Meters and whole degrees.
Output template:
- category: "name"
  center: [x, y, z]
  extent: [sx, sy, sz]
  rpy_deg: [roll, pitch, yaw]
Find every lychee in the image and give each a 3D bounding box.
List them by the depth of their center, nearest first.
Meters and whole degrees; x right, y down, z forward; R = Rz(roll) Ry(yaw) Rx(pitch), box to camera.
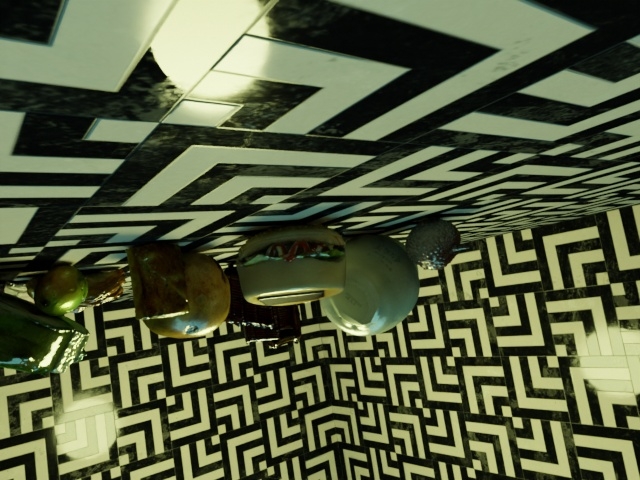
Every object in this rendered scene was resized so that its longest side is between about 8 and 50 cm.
- category: "lychee"
  center: [0.351, 0.013, 1.544]
  extent: [0.165, 0.165, 0.197]
  rpy_deg: [-3, -163, -45]

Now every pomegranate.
- category: "pomegranate"
  center: [-0.377, 0.150, 1.407]
  extent: [0.260, 0.261, 0.260]
  rpy_deg: [-9, 174, -1]

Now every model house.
- category: "model house"
  center: [-0.264, 0.246, 1.881]
  extent: [0.297, 0.318, 0.282]
  rpy_deg: [-1, -175, 44]

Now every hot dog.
- category: "hot dog"
  center: [-0.704, 0.151, 1.482]
  extent: [0.258, 0.114, 0.175]
  rpy_deg: [-6, 174, -31]

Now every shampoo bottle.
- category: "shampoo bottle"
  center: [0.158, 0.147, 1.684]
  extent: [0.322, 0.323, 0.317]
  rpy_deg: [-14, -166, 37]

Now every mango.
- category: "mango"
  center: [-0.647, 0.124, 1.291]
  extent: [0.125, 0.111, 0.233]
  rpy_deg: [-44, -177, -5]

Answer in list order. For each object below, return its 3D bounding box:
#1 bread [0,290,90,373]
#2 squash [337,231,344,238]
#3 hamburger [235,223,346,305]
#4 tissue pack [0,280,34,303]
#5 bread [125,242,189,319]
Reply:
- category: "bread"
  center: [-0.733, 0.212, 1.203]
  extent: [0.381, 0.129, 0.366]
  rpy_deg: [34, 164, -38]
- category: "squash"
  center: [0.000, 0.000, 1.441]
  extent: [0.183, 0.052, 0.052]
  rpy_deg: [-2, 171, -39]
- category: "hamburger"
  center: [-0.069, 0.064, 1.285]
  extent: [0.301, 0.171, 0.302]
  rpy_deg: [-6, 166, -2]
- category: "tissue pack"
  center: [-1.020, 0.202, 1.495]
  extent: [0.360, 0.122, 0.259]
  rpy_deg: [-7, 172, 1]
- category: "bread"
  center: [-0.376, 0.096, 1.198]
  extent: [0.103, 0.172, 0.132]
  rpy_deg: [-14, 171, 22]
